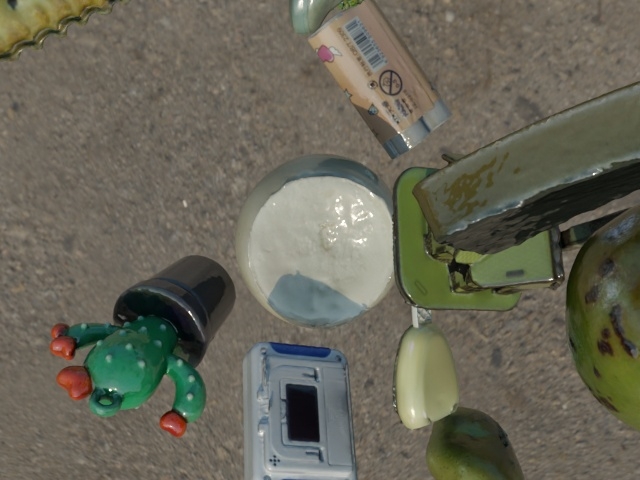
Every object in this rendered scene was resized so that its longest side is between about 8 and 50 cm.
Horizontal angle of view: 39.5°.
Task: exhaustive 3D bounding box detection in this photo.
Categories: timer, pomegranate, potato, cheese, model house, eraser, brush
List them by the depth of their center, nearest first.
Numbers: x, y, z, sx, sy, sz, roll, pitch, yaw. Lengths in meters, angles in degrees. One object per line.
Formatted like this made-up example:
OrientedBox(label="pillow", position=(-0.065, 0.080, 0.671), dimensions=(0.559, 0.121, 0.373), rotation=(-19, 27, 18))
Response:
OrientedBox(label="brush", position=(0.176, -0.049, 0.652), dimensions=(0.197, 0.123, 0.059), rotation=(-25, 73, 30))
OrientedBox(label="pomegranate", position=(0.383, 0.120, 0.917), dimensions=(0.291, 0.291, 0.323), rotation=(8, 76, 1))
OrientedBox(label="model house", position=(0.252, -0.023, 1.150), dimensions=(0.218, 0.279, 0.205), rotation=(2, 79, -27))
OrientedBox(label="cheese", position=(0.154, 0.149, 1.345), dimensions=(0.127, 0.054, 0.251), rotation=(-12, 99, -47))
OrientedBox(label="timer", position=(-0.032, 0.285, 1.421), dimensions=(0.178, 0.078, 0.253), rotation=(8, 58, -20))
OrientedBox(label="potato", position=(0.264, 0.380, 1.503), dimensions=(0.169, 0.248, 0.143), rotation=(22, 105, -10))
OrientedBox(label="eraser", position=(0.122, -0.323, 1.744), dimensions=(0.171, 0.087, 0.290), rotation=(-40, 99, -24))

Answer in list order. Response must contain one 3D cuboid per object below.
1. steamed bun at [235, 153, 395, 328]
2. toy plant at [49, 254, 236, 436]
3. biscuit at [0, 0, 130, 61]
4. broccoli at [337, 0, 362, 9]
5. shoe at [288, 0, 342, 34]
OrientedBox(label="steamed bun", position=(0.000, 0.000, 1.654), dimensions=(0.324, 0.206, 0.324), rotation=(0, 99, -1))
OrientedBox(label="toy plant", position=(-0.287, 0.177, 1.565), dimensions=(0.279, 0.185, 0.400), rotation=(48, 31, -4))
OrientedBox(label="biscuit", position=(-0.169, -0.156, 0.444), dimensions=(0.203, 0.144, 0.016), rotation=(-34, 45, -16))
OrientedBox(label="broccoli", position=(0.016, -0.462, 1.390), dimensions=(0.275, 0.198, 0.177), rotation=(-9, 40, -17))
OrientedBox(label="shoe", position=(0.035, -0.354, 1.029), dimensions=(0.100, 0.103, 0.251), rotation=(16, 101, 0))
